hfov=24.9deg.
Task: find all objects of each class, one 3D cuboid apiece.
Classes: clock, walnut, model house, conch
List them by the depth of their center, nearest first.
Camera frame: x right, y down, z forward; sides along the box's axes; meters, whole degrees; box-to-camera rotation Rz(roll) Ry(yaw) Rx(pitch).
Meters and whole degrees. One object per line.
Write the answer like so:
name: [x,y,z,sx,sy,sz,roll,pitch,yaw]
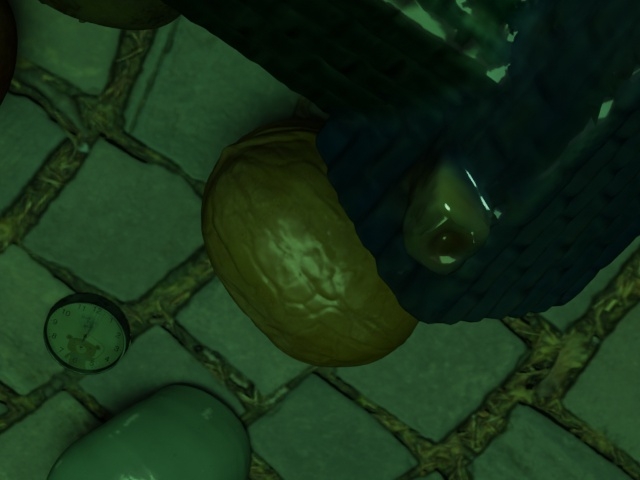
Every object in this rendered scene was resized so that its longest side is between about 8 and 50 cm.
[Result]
model house: [0.114,-0.203,0.989,0.445,0.400,0.395,36,125,-10]
walnut: [0.000,0.000,1.236,0.193,0.193,0.225,-36,98,20]
clock: [-0.225,0.091,1.397,0.085,0.017,0.085,2,116,5]
conch: [-0.167,0.247,1.426,0.185,0.121,0.221,28,114,-41]

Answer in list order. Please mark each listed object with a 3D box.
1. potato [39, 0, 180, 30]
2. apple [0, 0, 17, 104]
potato: [-0.205,-0.273,1.147,0.165,0.165,0.262,-33,105,19]
apple: [-0.348,-0.158,1.202,0.188,0.174,0.188,1,114,3]
